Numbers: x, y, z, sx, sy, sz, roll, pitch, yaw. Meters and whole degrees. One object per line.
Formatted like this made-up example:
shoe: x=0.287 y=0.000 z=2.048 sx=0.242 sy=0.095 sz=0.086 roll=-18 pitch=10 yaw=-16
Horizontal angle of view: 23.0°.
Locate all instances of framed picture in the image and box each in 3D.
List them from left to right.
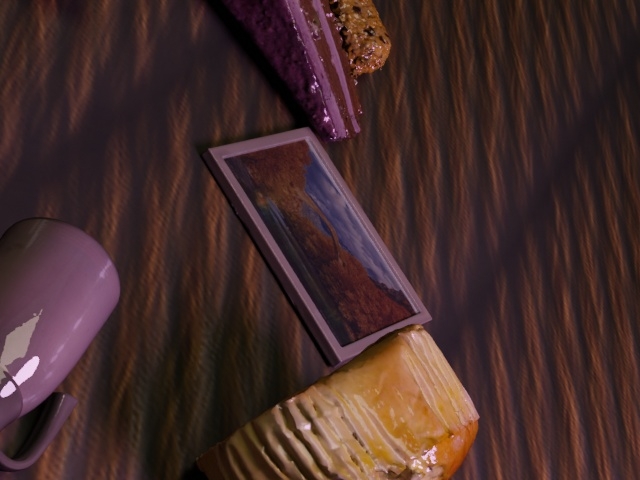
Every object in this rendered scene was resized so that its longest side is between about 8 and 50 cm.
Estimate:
framed picture: x=0.000 y=0.000 z=1.586 sx=0.184 sy=0.016 sz=0.250 roll=-17 pitch=73 yaw=-54

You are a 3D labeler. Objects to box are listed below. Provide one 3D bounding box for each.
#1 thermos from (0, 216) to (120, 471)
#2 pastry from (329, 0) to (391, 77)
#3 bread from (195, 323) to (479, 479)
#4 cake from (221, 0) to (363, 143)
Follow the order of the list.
thermos: x=-0.227 y=0.093 z=1.174 sx=0.193 sy=0.105 sz=0.137 roll=-65 pitch=144 yaw=-49
pastry: x=0.037 y=-0.257 z=1.827 sx=0.080 sy=0.056 sz=0.140 roll=-12 pitch=71 yaw=-41
bread: x=0.024 y=0.173 z=1.317 sx=0.250 sy=0.179 sz=0.133 roll=-24 pitch=83 yaw=-55
cake: x=-0.042 y=-0.236 z=1.698 sx=0.295 sy=0.112 sz=0.116 roll=63 pitch=27 yaw=-6
